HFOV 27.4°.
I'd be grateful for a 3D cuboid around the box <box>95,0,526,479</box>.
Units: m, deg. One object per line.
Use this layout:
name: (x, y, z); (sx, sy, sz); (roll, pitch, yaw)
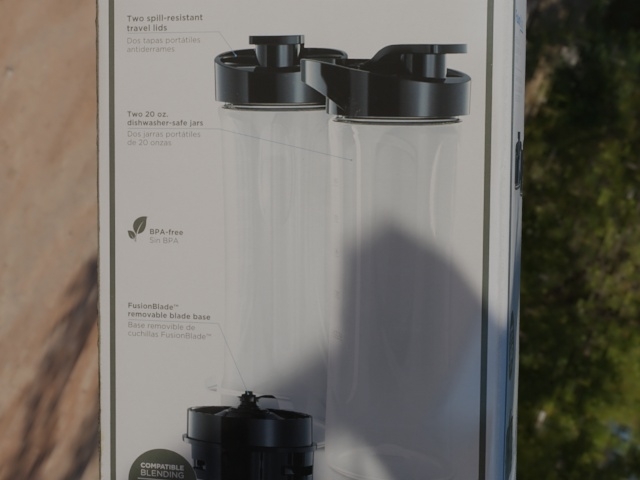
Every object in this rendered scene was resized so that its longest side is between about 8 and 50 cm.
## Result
box: (0.000, 0.000, 0.542); (0.087, 0.169, 0.290); (-17, 107, -75)
